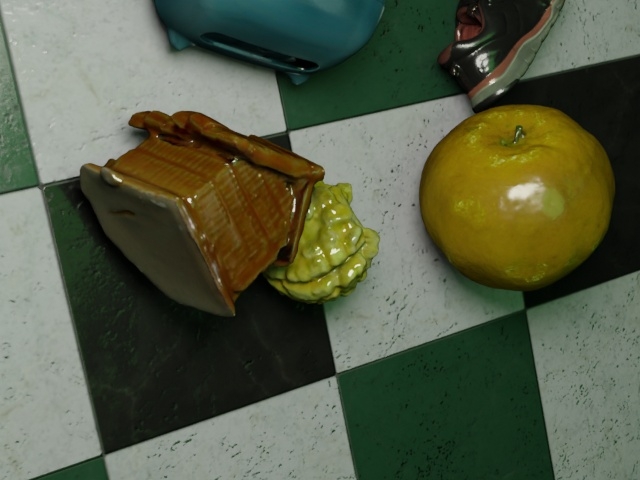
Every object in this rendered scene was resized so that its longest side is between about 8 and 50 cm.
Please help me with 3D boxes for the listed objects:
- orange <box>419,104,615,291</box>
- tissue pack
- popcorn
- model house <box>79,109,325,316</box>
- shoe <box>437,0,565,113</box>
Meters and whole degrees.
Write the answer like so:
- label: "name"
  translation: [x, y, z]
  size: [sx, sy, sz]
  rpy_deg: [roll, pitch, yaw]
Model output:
- label: "orange"
  translation: [0.277, -0.058, 1.561]
  size: [0.279, 0.279, 0.235]
  rpy_deg: [-32, 133, -24]
- label: "tissue pack"
  translation: [-0.065, -0.323, 1.397]
  size: [0.287, 0.198, 0.206]
  rpy_deg: [11, 85, -31]
- label: "popcorn"
  translation: [-0.007, -0.002, 1.467]
  size: [0.142, 0.173, 0.173]
  rpy_deg: [13, 85, -39]
- label: "model house"
  translation: [-0.138, -0.058, 1.378]
  size: [0.229, 0.199, 0.219]
  rpy_deg: [-40, 132, -34]
- label: "shoe"
  translation: [0.265, -0.324, 1.641]
  size: [0.137, 0.114, 0.291]
  rpy_deg: [37, 64, -6]
